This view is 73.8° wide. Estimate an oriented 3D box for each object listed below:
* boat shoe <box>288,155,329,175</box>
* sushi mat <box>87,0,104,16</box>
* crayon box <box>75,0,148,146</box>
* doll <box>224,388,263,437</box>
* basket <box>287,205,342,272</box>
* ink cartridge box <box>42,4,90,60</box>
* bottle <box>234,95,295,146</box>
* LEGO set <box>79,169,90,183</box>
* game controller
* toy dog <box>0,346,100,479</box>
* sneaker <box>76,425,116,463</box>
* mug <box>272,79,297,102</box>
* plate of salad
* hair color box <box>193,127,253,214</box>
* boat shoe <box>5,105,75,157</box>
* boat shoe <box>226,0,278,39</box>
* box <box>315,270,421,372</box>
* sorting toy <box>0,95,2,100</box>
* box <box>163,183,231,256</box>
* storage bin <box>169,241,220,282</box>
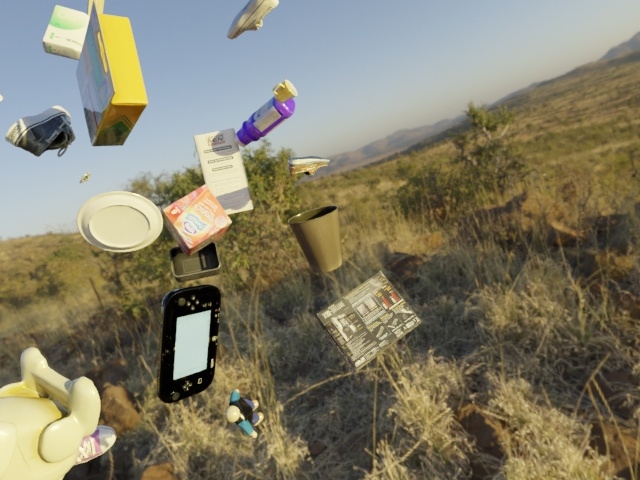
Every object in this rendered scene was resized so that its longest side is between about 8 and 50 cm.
[{"bbox_3d":[-0.047,-0.281,1.612,0.183,0.066,0.066,-10,25,-36],"label":"boat shoe"},{"bbox_3d":[-0.838,-0.774,1.579,0.019,0.316,0.151,16,32,-14],"label":"sushi mat"},{"bbox_3d":[-0.492,-0.371,1.001,0.083,0.203,0.323,-12,-2,-36],"label":"crayon box"},{"bbox_3d":[-0.195,0.445,1.094,0.046,0.129,0.189,-28,-25,-2],"label":"doll"},{"bbox_3d":[0.000,0.000,1.687,0.205,0.226,0.154,-20,19,-11],"label":"basket"},{"bbox_3d":[-0.765,-0.667,1.407,0.225,0.180,0.056,6,-30,-19],"label":"ink cartridge box"},{"bbox_3d":[-0.225,-0.468,1.674,0.283,0.092,0.118,-28,36,33],"label":"bottle"},{"bbox_3d":[-0.887,-0.234,1.617,0.054,0.023,0.083,-50,25,27],"label":"LEGO set"},{"bbox_3d":[-0.348,0.272,1.137,0.167,0.318,0.067,-3,16,-40],"label":"game controller"},{"bbox_3d":[-0.758,0.475,0.916,0.285,0.395,0.408,25,22,22],"label":"toy dog"},{"bbox_3d":[-0.795,0.691,1.349,0.282,0.102,0.161,-13,4,-30],"label":"sneaker"},{"bbox_3d":[-0.128,-0.507,1.452,0.064,0.078,0.062,-30,40,25],"label":"mug"},{"bbox_3d":[-0.512,-0.050,1.096,0.200,0.199,0.048,-20,46,-4],"label":"plate of salad"},{"bbox_3d":[-0.410,-0.289,1.827,0.174,0.347,0.105,-13,12,-6],"label":"hair color box"},{"bbox_3d":[-0.760,-0.304,1.211,0.113,0.105,0.306,-49,23,6],"label":"boat shoe"},{"bbox_3d":[-0.266,-0.862,1.657,0.268,0.088,0.096,-29,45,38],"label":"boat shoe"},{"bbox_3d":[0.173,0.294,1.569,0.308,0.242,0.076,-32,-20,-17],"label":"box"},{"bbox_3d":[-0.732,-0.308,0.911,0.045,0.075,0.083,4,68,51],"label":"sorting toy"},{"bbox_3d":[-0.404,-0.054,1.385,0.154,0.142,0.300,-35,4,-18],"label":"box"},{"bbox_3d":[-0.487,0.083,1.670,0.180,0.122,0.084,-11,-18,-16],"label":"storage bin"}]
